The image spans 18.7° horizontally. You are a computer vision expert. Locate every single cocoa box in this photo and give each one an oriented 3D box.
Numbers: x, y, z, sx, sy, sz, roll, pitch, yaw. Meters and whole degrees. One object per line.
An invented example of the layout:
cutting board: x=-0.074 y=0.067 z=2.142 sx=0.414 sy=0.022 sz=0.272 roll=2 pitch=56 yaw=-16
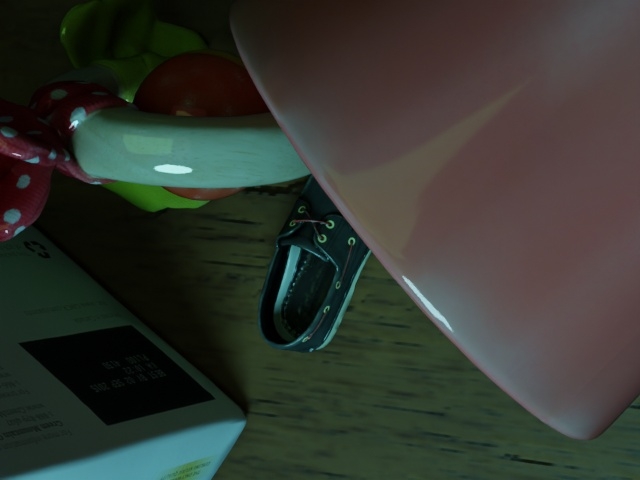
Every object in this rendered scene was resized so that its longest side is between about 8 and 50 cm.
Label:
cocoa box: x=-0.252 y=0.133 z=1.050 sx=0.231 sy=0.347 sz=0.228 roll=39 pitch=108 yaw=19

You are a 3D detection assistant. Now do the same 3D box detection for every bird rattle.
bird rattle: x=-0.093 y=-0.072 z=1.026 sx=0.207 sy=0.253 sz=0.143 roll=5 pitch=98 yaw=15

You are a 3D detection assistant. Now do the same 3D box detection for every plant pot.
plant pot: x=0.135 y=-0.083 z=0.922 sx=0.243 sy=0.275 sz=0.275 roll=-40 pitch=75 yaw=11

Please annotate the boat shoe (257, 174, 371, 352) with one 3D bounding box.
boat shoe: x=0.002 y=0.001 z=1.094 sx=0.049 sy=0.042 sz=0.133 roll=22 pitch=100 yaw=26
